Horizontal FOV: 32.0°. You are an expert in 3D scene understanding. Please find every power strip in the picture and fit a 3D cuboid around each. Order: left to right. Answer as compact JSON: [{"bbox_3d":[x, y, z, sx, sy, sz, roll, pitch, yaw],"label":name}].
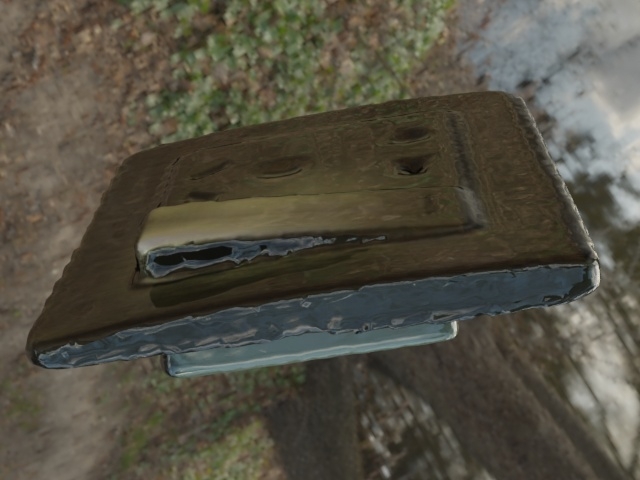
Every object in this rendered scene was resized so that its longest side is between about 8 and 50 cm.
[{"bbox_3d":[0.000,0.002,0.591,0.257,0.092,0.251,-8,-162,6],"label":"power strip"}]
